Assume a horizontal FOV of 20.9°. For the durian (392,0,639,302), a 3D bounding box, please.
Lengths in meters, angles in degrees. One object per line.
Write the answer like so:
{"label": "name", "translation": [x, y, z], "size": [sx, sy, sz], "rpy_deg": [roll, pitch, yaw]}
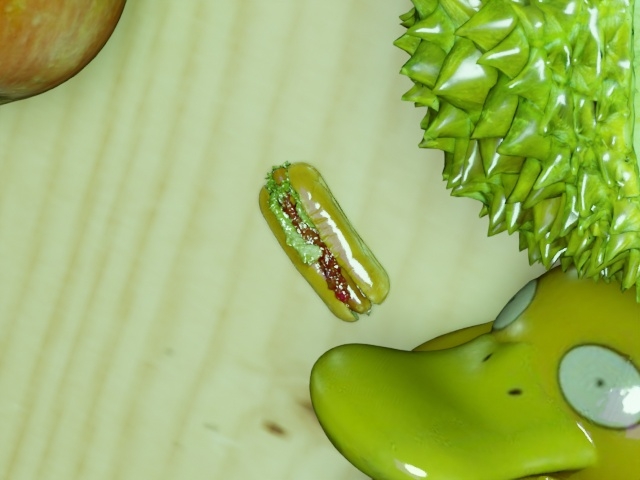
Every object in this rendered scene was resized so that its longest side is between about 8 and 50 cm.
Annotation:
{"label": "durian", "translation": [0.126, -0.094, 0.657], "size": [0.200, 0.176, 0.237], "rpy_deg": [30, 78, -22]}

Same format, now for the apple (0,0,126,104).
{"label": "apple", "translation": [-0.205, -0.163, 0.737], "size": [0.242, 0.242, 0.241], "rpy_deg": [-15, 92, 19]}

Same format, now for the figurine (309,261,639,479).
{"label": "figurine", "translation": [0.085, 0.120, 0.735], "size": [0.215, 0.215, 0.228], "rpy_deg": [13, 117, 15]}

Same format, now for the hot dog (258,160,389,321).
{"label": "hot dog", "translation": [0.000, 0.000, 0.809], "size": [0.037, 0.021, 0.083], "rpy_deg": [-38, 88, 18]}
